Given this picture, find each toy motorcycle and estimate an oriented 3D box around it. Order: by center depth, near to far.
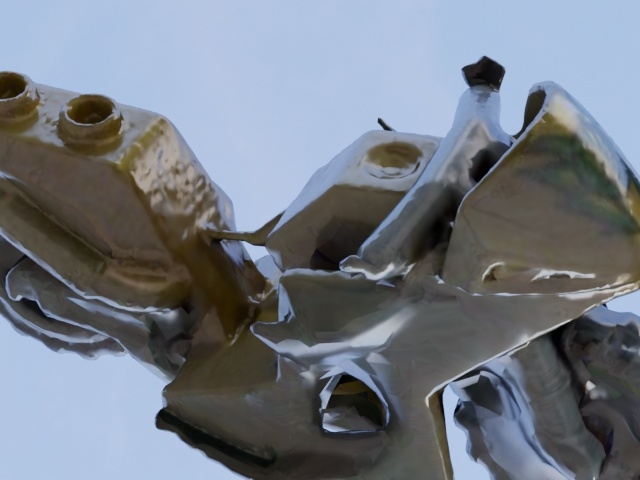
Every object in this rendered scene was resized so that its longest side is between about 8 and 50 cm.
[{"bbox_3d":[0.000,0.000,0.494,0.229,0.094,0.130,17,-45,18],"label":"toy motorcycle"}]
